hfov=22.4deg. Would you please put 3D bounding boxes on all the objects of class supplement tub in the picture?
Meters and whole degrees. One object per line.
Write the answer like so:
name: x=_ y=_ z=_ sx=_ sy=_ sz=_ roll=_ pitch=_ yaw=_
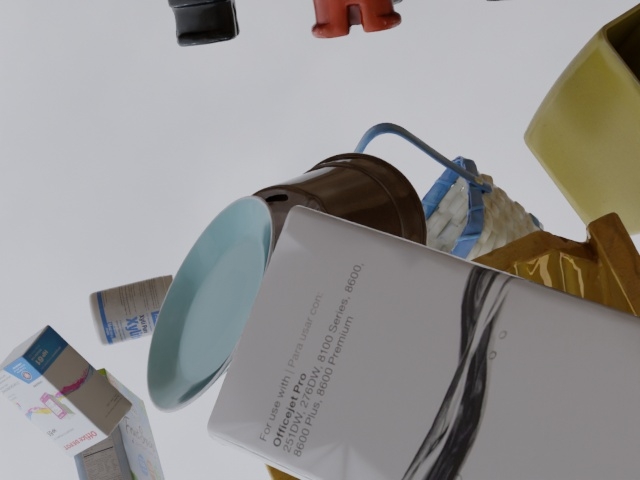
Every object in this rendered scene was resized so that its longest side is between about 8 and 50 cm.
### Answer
supplement tub: x=-0.227 y=0.086 z=1.993 sx=0.107 sy=0.071 sz=0.071 roll=-14 pitch=-147 yaw=-2

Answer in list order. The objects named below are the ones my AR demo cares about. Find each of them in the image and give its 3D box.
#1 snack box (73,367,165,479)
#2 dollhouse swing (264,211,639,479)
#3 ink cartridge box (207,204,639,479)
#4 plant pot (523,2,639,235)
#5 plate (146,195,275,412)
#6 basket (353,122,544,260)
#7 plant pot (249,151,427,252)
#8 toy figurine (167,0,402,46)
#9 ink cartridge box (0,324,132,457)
snack box: x=-0.241 y=0.277 z=1.951 sx=0.174 sy=0.070 sz=0.207 roll=61 pitch=-171 yaw=-70
dollhouse swing: x=0.165 y=0.230 z=1.314 sx=0.347 sy=0.315 sz=0.305 roll=-24 pitch=-129 yaw=-5
ink cartridge box: x=0.173 y=0.131 z=0.999 sx=0.395 sy=0.166 sz=0.285 roll=19 pitch=177 yaw=36
plant pot: x=0.345 y=-0.122 z=1.697 sx=0.212 sy=0.187 sz=0.212 roll=-34 pitch=-93 yaw=-43
plate: x=-0.082 y=0.053 z=1.291 sx=0.024 sy=0.188 sz=0.188 roll=26 pitch=-157 yaw=-25
basket: x=0.121 y=0.013 z=2.013 sx=0.289 sy=0.254 sz=0.201 roll=27 pitch=-152 yaw=-21
plant pot: x=0.000 y=0.000 z=1.640 sx=0.167 sy=0.167 sz=0.165 roll=35 pitch=-158 yaw=19
toy figurine: x=0.014 y=-0.204 z=0.960 sx=0.210 sy=0.148 sz=0.213 roll=-18 pitch=-166 yaw=-37
ink cartridge box: x=-0.266 y=0.156 z=1.653 sx=0.122 sy=0.088 sz=0.052 roll=44 pitch=-129 yaw=-12
